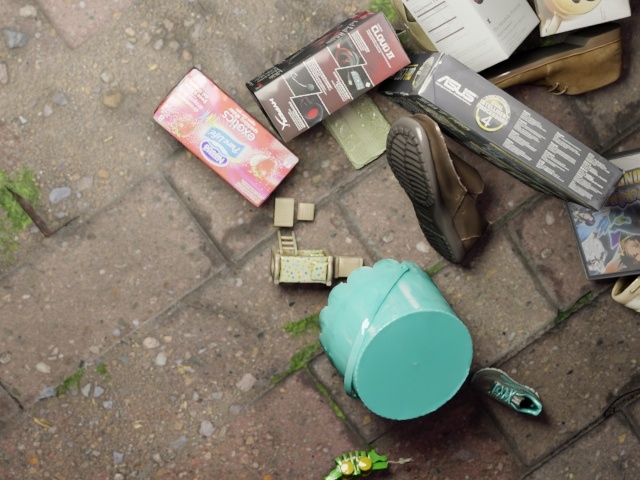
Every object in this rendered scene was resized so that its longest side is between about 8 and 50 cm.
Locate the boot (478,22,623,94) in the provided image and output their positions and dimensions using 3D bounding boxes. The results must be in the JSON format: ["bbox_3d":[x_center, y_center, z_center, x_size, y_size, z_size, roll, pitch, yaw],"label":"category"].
[{"bbox_3d":[0.450,-0.323,1.911,0.305,0.112,0.115,-18,114,-6],"label":"boot"}]

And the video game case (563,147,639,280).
[{"bbox_3d":[0.624,-0.055,1.934,0.275,0.035,0.248,-11,105,35],"label":"video game case"}]

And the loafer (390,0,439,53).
[{"bbox_3d":[0.188,-0.415,1.876,0.056,0.050,0.148,-43,104,2],"label":"loafer"}]

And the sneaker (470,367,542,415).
[{"bbox_3d":[0.393,0.316,2.043,0.166,0.076,0.065,22,97,-12],"label":"sneaker"}]

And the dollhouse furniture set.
[{"bbox_3d":[0.000,0.000,1.908,0.182,0.101,0.161,1,101,-8],"label":"dollhouse furniture set"}]

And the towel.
[{"bbox_3d":[0.073,-0.223,1.911,0.110,0.027,0.148,-37,104,0],"label":"towel"}]

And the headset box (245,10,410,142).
[{"bbox_3d":[0.020,-0.310,1.787,0.293,0.218,0.110,-33,105,-1],"label":"headset box"}]

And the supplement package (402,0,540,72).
[{"bbox_3d":[0.262,-0.445,1.812,0.244,0.134,0.139,51,56,-14],"label":"supplement package"}]

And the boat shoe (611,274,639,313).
[{"bbox_3d":[0.702,0.007,2.011,0.098,0.109,0.302,24,103,-13],"label":"boat shoe"}]

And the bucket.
[{"bbox_3d":[0.145,0.195,1.893,0.281,0.183,0.281,-8,116,-17],"label":"bucket"}]

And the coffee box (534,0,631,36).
[{"bbox_3d":[0.467,-0.548,1.828,0.168,0.119,0.297,-9,104,19],"label":"coffee box"}]

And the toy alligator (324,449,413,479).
[{"bbox_3d":[0.096,0.458,2.046,0.189,0.056,0.051,-13,63,-5],"label":"toy alligator"}]

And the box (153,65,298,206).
[{"bbox_3d":[-0.177,-0.195,1.829,0.257,0.128,0.122,41,93,-14],"label":"box"}]

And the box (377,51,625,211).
[{"bbox_3d":[0.316,-0.204,1.802,0.395,0.318,0.097,30,95,-12],"label":"box"}]

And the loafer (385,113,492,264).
[{"bbox_3d":[0.231,-0.115,1.870,0.130,0.134,0.366,-39,138,-12],"label":"loafer"}]
